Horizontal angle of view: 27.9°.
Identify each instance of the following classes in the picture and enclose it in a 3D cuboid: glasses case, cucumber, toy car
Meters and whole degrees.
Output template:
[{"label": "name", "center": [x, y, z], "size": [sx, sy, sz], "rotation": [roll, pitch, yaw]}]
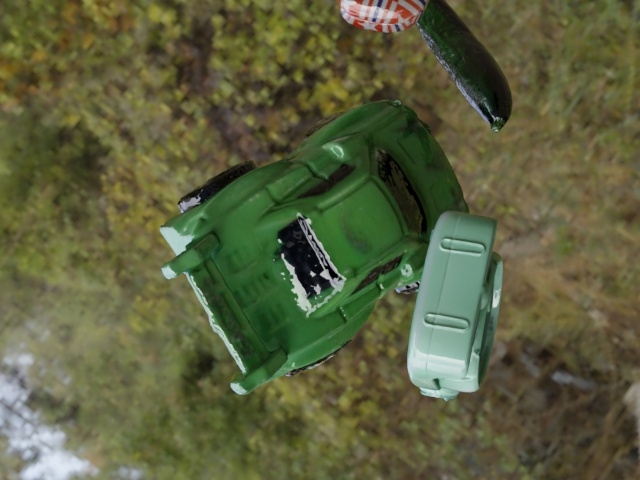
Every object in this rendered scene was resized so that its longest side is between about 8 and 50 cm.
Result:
[{"label": "glasses case", "center": [0.065, -0.250, 0.977], "size": [0.073, 0.194, 0.049], "rotation": [12, 162, 4]}, {"label": "cucumber", "center": [0.155, -0.209, 1.426], "size": [0.056, 0.056, 0.284], "rotation": [42, -163, -40]}, {"label": "toy car", "center": [0.000, 0.000, 1.283], "size": [0.213, 0.358, 0.176], "rotation": [61, 155, -6]}]

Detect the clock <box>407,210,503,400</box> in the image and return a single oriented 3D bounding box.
[{"label": "clock", "center": [0.124, 0.066, 1.147], "size": [0.060, 0.148, 0.188], "rotation": [9, 163, 13]}]
